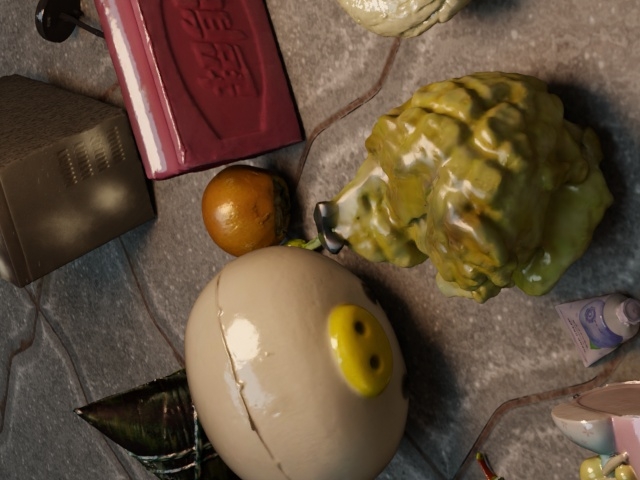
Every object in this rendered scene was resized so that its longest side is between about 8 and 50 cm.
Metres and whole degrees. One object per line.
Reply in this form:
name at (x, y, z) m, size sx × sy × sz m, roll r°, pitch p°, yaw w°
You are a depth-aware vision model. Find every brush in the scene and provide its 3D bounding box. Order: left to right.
brush at (0.243, 0.334, 1.530) m, size 0.021 × 0.018 × 0.083 m, roll -34°, pitch 78°, yaw 43°

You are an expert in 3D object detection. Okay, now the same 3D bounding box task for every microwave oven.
microwave oven at (-0.579, -0.135, 2.110) m, size 0.432 × 0.374 × 0.236 m, roll 21°, pitch 130°, yaw 42°

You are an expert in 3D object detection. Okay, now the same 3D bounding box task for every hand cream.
hand cream at (0.331, 0.100, 1.296) m, size 0.084 × 0.053 × 0.142 m, roll 65°, pitch 153°, yaw 8°

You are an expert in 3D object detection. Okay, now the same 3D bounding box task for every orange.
orange at (-0.113, -0.049, 1.723) m, size 0.134 × 0.154 × 0.155 m, roll -27°, pitch 82°, yaw 27°

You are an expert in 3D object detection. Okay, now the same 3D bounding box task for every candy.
candy at (0.000, 0.000, 1.688) m, size 0.194 × 0.062 × 0.058 m, roll -34°, pitch 33°, yaw 44°

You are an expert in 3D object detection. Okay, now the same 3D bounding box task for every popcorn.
popcorn at (0.184, -0.053, 1.258) m, size 0.293 × 0.237 × 0.293 m, roll 18°, pitch 114°, yaw 46°

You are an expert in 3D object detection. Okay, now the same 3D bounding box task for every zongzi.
zongzi at (-0.248, 0.345, 1.902) m, size 0.319 × 0.362 × 0.384 m, roll -122°, pitch 32°, yaw -48°

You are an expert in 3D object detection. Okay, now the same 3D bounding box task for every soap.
soap at (-0.190, -0.288, 1.648) m, size 0.128 × 0.233 × 0.360 m, roll -15°, pitch 92°, yaw 51°

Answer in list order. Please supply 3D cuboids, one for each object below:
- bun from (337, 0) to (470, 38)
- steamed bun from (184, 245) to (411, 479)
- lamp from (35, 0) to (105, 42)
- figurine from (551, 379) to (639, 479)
bun at (0.118, -0.344, 1.304) m, size 0.220 × 0.134 × 0.221 m, roll -8°, pitch 77°, yaw 36°
steamed bun at (-0.034, 0.191, 1.579) m, size 0.334 × 0.333 × 0.374 m, roll -26°, pitch 83°, yaw 54°
lamp at (-0.404, -0.364, 1.997) m, size 0.371 × 0.108 × 0.130 m, roll 38°, pitch 135°, yaw 37°
figurine at (0.348, 0.331, 1.271) m, size 0.284 × 0.206 × 0.316 m, roll -10°, pitch 91°, yaw 48°
